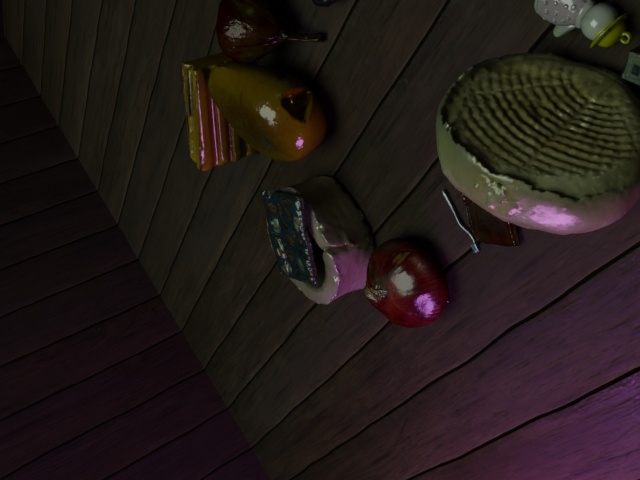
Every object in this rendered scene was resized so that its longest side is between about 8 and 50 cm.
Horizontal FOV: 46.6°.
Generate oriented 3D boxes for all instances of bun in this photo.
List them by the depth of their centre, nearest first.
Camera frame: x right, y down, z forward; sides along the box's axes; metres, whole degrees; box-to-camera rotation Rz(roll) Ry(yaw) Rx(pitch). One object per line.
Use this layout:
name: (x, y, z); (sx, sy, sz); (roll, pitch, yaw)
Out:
bun: (0.371, -0.147, 1.264); (0.364, 0.364, 0.202); (43, 153, 30)

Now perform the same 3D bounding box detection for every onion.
onion: (0.207, 0.112, 1.833); (0.248, 0.161, 0.248); (30, 151, 19)

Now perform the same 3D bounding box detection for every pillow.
pillow: (-0.082, -0.009, 1.978); (0.189, 0.034, 0.255); (11, 119, 53)

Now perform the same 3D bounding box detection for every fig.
fig: (-0.135, -0.556, 1.871); (0.290, 0.190, 0.191); (-4, 109, 38)

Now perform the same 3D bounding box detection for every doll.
doll: (0.431, -0.386, 1.237); (0.207, 0.081, 0.129); (44, 150, 26)

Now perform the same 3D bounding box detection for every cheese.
cheese: (-0.001, -0.001, 2.038); (0.332, 0.153, 0.292); (52, 145, 19)

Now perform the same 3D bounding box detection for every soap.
soap: (-0.293, -0.380, 2.158); (0.096, 0.204, 0.324); (38, 138, 41)

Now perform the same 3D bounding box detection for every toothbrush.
toothbrush: (0.319, -0.046, 1.685); (0.017, 0.014, 0.162); (-30, 85, 38)

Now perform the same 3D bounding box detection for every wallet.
wallet: (0.350, -0.109, 1.581); (0.137, 0.031, 0.255); (6, 116, 53)

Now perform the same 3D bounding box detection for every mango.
mango: (-0.150, -0.344, 1.946); (0.365, 0.182, 0.253); (31, 152, 16)

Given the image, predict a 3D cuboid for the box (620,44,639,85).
box: (0.533, -0.275, 1.182); (0.084, 0.063, 0.060); (37, 137, 35)

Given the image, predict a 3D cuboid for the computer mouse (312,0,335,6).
computer mouse: (0.031, -0.611, 1.674); (0.106, 0.062, 0.192); (52, 139, 21)
